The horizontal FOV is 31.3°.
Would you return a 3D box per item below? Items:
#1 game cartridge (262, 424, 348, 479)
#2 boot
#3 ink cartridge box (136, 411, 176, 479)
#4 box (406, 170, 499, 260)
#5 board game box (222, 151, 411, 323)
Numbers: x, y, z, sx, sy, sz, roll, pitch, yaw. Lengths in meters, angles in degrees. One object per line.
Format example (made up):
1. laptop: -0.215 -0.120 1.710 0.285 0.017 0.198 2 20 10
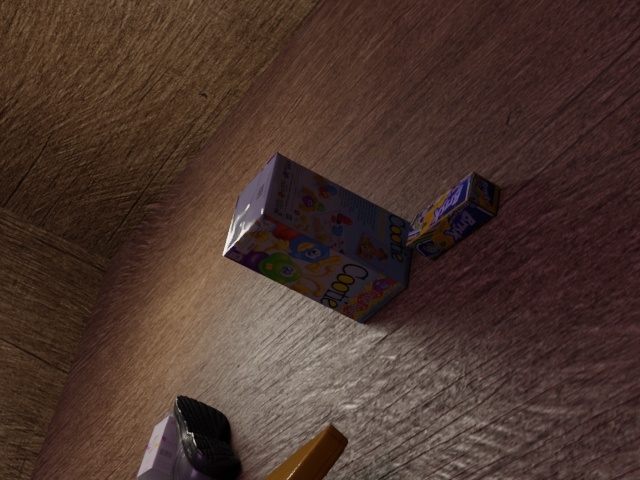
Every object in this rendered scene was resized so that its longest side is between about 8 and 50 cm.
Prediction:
1. game cartridge: -0.107 0.417 1.604 0.324 0.052 0.285 -46 0 44
2. boot: -0.276 0.460 2.281 0.223 0.118 0.338 -65 13 10
3. ink cartridge box: -0.313 0.447 2.424 0.090 0.092 0.143 -40 27 51
4. box: 0.203 -0.036 1.759 0.169 0.054 0.059 -41 27 50
5. board game box: 0.000 0.000 1.903 0.142 0.275 0.144 -44 26 44
